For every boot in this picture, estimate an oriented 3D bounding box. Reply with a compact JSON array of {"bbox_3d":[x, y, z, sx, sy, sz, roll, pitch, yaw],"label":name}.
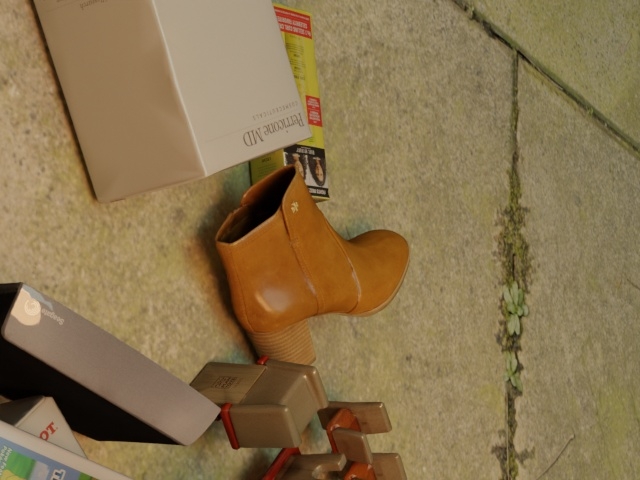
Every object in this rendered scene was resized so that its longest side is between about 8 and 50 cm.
[{"bbox_3d":[-0.001,0.000,1.693,0.295,0.104,0.211,-44,131,-41],"label":"boot"}]

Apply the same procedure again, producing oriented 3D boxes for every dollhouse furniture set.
[{"bbox_3d":[-0.041,0.256,1.605,0.262,0.135,0.259,-51,132,-47],"label":"dollhouse furniture set"}]

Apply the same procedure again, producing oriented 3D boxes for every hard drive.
[{"bbox_3d":[-0.229,0.117,1.324,0.255,0.172,0.054,39,59,-40],"label":"hard drive"}]

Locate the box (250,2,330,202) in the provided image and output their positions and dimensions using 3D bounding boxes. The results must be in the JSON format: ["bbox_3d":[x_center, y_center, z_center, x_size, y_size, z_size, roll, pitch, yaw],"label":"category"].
[{"bbox_3d":[-0.044,-0.159,1.748,0.087,0.058,0.232,7,74,-51],"label":"box"}]

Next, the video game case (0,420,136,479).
[{"bbox_3d":[-0.313,0.298,1.164,0.300,0.036,0.329,31,70,-33],"label":"video game case"}]

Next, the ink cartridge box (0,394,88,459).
[{"bbox_3d":[-0.260,0.264,1.305,0.153,0.087,0.208,-47,117,-48],"label":"ink cartridge box"}]

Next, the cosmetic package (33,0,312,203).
[{"bbox_3d":[-0.171,-0.251,1.523,0.217,0.156,0.385,-30,103,-55],"label":"cosmetic package"}]
